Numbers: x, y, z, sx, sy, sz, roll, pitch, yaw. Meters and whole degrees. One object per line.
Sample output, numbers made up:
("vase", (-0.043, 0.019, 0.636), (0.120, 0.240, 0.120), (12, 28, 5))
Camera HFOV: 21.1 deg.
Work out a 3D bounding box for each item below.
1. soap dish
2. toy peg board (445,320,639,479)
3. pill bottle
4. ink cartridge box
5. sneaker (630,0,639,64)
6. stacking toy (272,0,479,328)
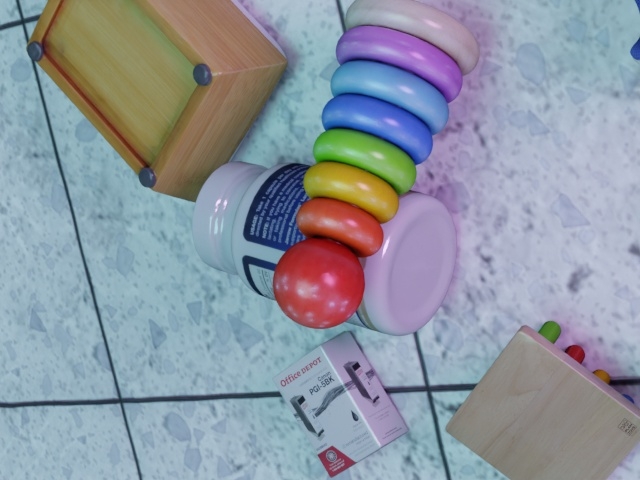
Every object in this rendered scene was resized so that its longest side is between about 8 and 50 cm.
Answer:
("soap dish", (-0.195, -0.213, 1.953), (0.291, 0.118, 0.229), (47, 128, 16))
("toy peg board", (0.242, 0.173, 1.766), (0.161, 0.079, 0.161), (36, 127, 6))
("pill bottle", (0.000, 0.000, 1.840), (0.265, 0.153, 0.153), (16, 114, 35))
("ink cartridge box", (0.021, 0.186, 1.950), (0.099, 0.056, 0.135), (-38, 80, 41))
("sneaker", (0.304, -0.280, 1.464), (0.112, 0.131, 0.296), (137, 128, -61))
("stacking toy", (0.039, -0.069, 1.690), (0.141, 0.141, 0.330), (13, 76, 36))
